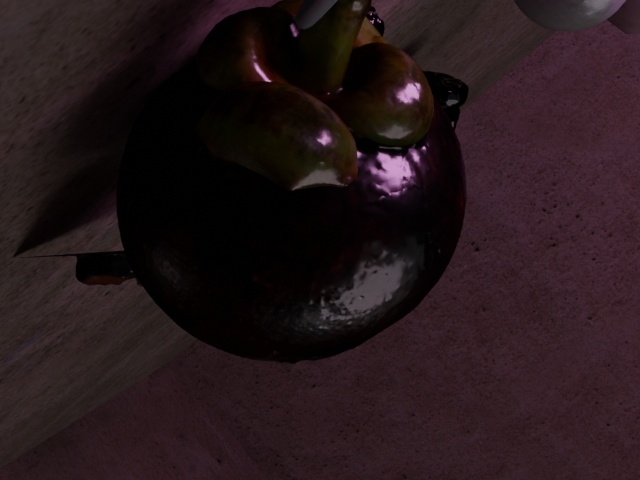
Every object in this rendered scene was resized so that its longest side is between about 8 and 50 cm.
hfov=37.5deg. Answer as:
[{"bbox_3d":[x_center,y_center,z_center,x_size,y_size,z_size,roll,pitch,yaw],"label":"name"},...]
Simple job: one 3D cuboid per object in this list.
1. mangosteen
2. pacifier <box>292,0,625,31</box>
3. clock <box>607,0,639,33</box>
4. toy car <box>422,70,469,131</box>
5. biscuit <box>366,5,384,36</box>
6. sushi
[{"bbox_3d":[-0.019,-0.048,0.827,0.330,0.330,0.330,-39,176,-3],"label":"mangosteen"},{"bbox_3d":[0.107,-0.224,0.604,0.287,0.226,0.238,-41,-166,39],"label":"pacifier"},{"bbox_3d":[0.465,-0.438,1.153,0.377,0.250,0.368,-43,-179,-5],"label":"clock"},{"bbox_3d":[0.109,-0.167,1.519,0.359,0.176,0.213,-23,134,-47],"label":"toy car"},{"bbox_3d":[-0.006,-0.193,1.060,0.194,0.053,0.194,-39,176,-3],"label":"biscuit"},{"bbox_3d":[-0.160,0.029,1.019,0.192,0.043,0.279,-3,180,41],"label":"sushi"}]
